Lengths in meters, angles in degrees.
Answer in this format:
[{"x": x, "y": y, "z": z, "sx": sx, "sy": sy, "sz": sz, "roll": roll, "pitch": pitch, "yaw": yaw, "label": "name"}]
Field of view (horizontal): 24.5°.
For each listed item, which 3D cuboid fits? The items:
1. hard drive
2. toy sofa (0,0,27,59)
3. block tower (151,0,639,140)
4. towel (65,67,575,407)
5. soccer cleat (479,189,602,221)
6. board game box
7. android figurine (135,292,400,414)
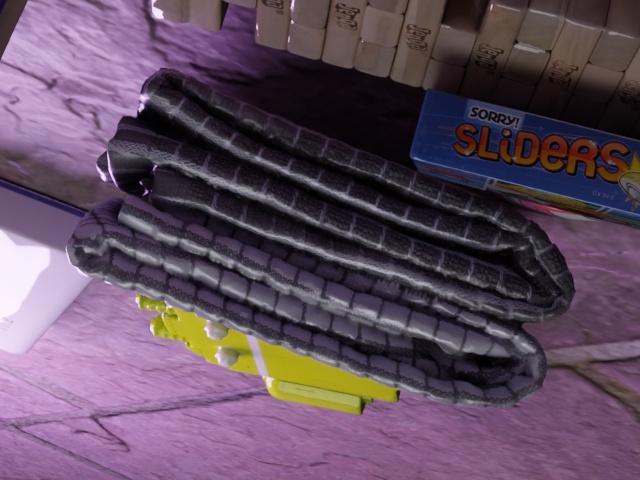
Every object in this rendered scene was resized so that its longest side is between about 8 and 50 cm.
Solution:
[{"x": -0.317, "y": 0.014, "z": 1.278, "sx": 0.210, "sy": 0.040, "sz": 0.319, "roll": 22, "pitch": 156, "yaw": -15, "label": "hard drive"}, {"x": -0.138, "y": -0.170, "z": 0.373, "sx": 0.177, "sy": 0.362, "sz": 0.150, "roll": 15, "pitch": 157, "yaw": 16, "label": "toy sofa"}, {"x": 0.079, "y": -0.123, "z": 0.683, "sx": 0.335, "sy": 0.091, "sz": 0.097, "roll": 15, "pitch": 157, "yaw": 1, "label": "block tower"}, {"x": 0.000, "y": 0.000, "z": 0.900, "sx": 0.284, "sy": 0.121, "sz": 0.235, "roll": 21, "pitch": -179, "yaw": -2, "label": "towel"}, {"x": 0.183, "y": -0.036, "z": 0.835, "sx": 0.248, "sy": 0.083, "sz": 0.095, "roll": 8, "pitch": 160, "yaw": 8, "label": "soccer cleat"}, {"x": 0.146, "y": -0.027, "z": 0.715, "sx": 0.201, "sy": 0.035, "sz": 0.136, "roll": 14, "pitch": -179, "yaw": 4, "label": "board game box"}, {"x": -0.017, "y": 0.078, "z": 1.230, "sx": 0.273, "sy": 0.056, "sz": 0.248, "roll": 10, "pitch": 156, "yaw": 8, "label": "android figurine"}]
